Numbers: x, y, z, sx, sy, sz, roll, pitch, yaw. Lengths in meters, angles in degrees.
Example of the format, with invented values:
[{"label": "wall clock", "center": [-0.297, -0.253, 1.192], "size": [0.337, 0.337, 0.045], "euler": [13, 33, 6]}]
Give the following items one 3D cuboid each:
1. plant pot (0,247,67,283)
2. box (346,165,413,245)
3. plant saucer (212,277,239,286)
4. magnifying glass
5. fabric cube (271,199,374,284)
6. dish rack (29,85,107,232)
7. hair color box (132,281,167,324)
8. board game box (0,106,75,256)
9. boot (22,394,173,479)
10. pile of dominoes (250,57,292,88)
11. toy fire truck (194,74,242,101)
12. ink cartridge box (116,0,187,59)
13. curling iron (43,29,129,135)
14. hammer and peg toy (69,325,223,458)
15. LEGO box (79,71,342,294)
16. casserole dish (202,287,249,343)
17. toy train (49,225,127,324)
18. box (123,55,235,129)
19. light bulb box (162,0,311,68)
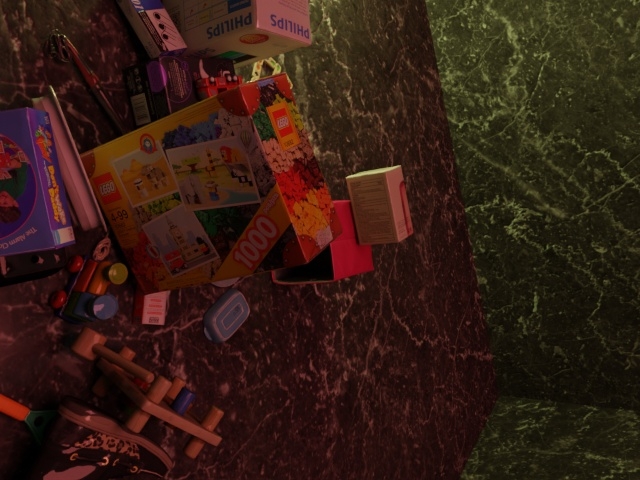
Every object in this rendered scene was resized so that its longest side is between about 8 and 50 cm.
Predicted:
[{"label": "plant pot", "center": [-0.606, 0.002, 1.076], "size": [0.187, 0.167, 0.188], "euler": [-15, 100, -53]}, {"label": "box", "center": [0.194, -0.113, 1.783], "size": [0.127, 0.148, 0.232], "euler": [-26, 107, -54]}, {"label": "plant saucer", "center": [-0.296, 0.039, 1.613], "size": [0.195, 0.037, 0.195], "euler": [6, 82, -55]}, {"label": "magnifying glass", "center": [-0.605, 0.379, 1.166], "size": [0.231, 0.026, 0.092], "euler": [50, 49, -38]}, {"label": "fabric cube", "center": [0.000, 0.000, 1.845], "size": [0.258, 0.254, 0.259], "euler": [-9, 94, -56]}, {"label": "dish rack", "center": [-0.522, -0.154, 1.116], "size": [0.072, 0.333, 0.286], "euler": [-21, 107, -22]}, {"label": "hair color box", "center": [-0.433, 0.144, 1.408], "size": [0.072, 0.043, 0.141], "euler": [16, 73, -53]}, {"label": "board game box", "center": [-0.621, -0.079, 0.927], "size": [0.078, 0.347, 0.233], "euler": [-100, -178, -83]}, {"label": "boot", "center": [-0.504, 0.532, 1.200], "size": [0.284, 0.138, 0.377], "euler": [-60, 149, -26]}, {"label": "pile of dominoes", "center": [-0.156, -0.491, 1.848], "size": [0.196, 0.040, 0.251], "euler": [30, 64, -49]}, {"label": "toy fire truck", "center": [-0.244, -0.369, 1.466], "size": [0.192, 0.047, 0.135], "euler": [-27, 111, -52]}, {"label": "ink cartridge box", "center": [-0.438, -0.567, 1.409], "size": [0.097, 0.046, 0.207], "euler": [-37, 99, -49]}, {"label": "curling iron", "center": [-0.546, -0.363, 1.300], "size": [0.068, 0.035, 0.274], "euler": [-57, 130, -34]}, {"label": "hammer and peg toy", "center": [-0.404, 0.350, 1.250], "size": [0.127, 0.266, 0.361], "euler": [-56, 134, -16]}, {"label": "LEGO box", "center": [-0.251, -0.109, 1.252], "size": [0.193, 0.500, 0.372], "euler": [-41, 113, -55]}, {"label": "casserole dish", "center": [-0.272, 0.223, 1.633], "size": [0.188, 0.037, 0.114], "euler": [-49, 126, -45]}, {"label": "toy train", "center": [-0.491, 0.067, 1.247], "size": [0.105, 0.143, 0.248], "euler": [42, 55, -45]}, {"label": "box", "center": [-0.358, -0.392, 1.470], "size": [0.270, 0.143, 0.165], "euler": [-22, 106, -54]}, {"label": "light bulb box", "center": [-0.235, -0.681, 1.483], "size": [0.225, 0.358, 0.361], "euler": [-7, 94, -52]}]
